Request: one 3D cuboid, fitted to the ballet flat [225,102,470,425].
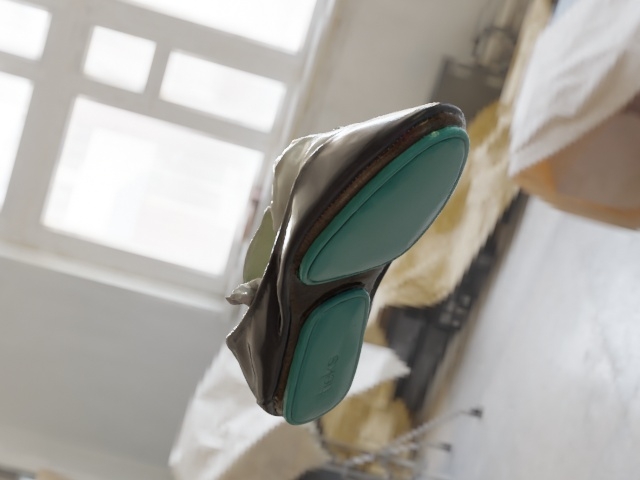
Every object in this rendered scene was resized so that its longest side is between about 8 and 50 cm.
[{"bbox_3d":[0.000,0.000,0.626,0.203,0.074,0.074,112,169,-47],"label":"ballet flat"}]
